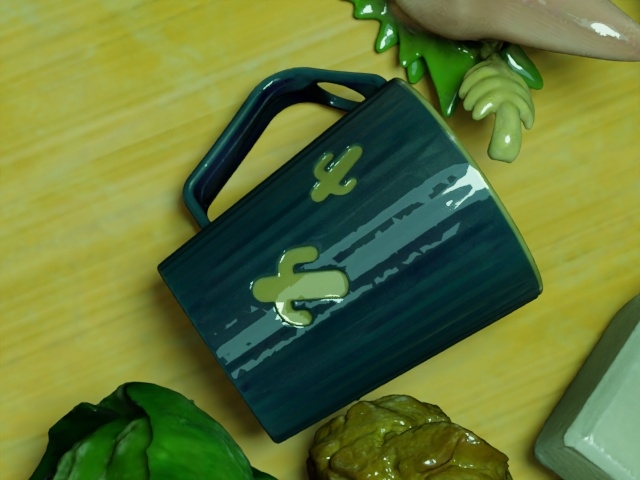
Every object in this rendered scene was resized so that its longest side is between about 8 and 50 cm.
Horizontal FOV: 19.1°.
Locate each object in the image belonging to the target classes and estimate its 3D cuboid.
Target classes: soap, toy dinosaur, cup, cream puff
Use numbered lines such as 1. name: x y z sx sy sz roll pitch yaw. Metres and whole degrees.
1. soap: 0.215 0.116 0.986 0.183 0.064 0.121 38 68 -5
2. toy dinosaur: 0.094 -0.157 0.941 0.152 0.177 0.194 -35 93 -7
3. cup: 0.000 0.000 0.955 0.155 0.131 0.176 -35 62 -4
4. cream puff: 0.049 0.131 0.947 0.094 0.122 0.116 -23 74 -8

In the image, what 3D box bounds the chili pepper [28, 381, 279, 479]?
1. chili pepper: -0.119 0.254 0.849 0.167 0.213 0.385 40 61 -23
